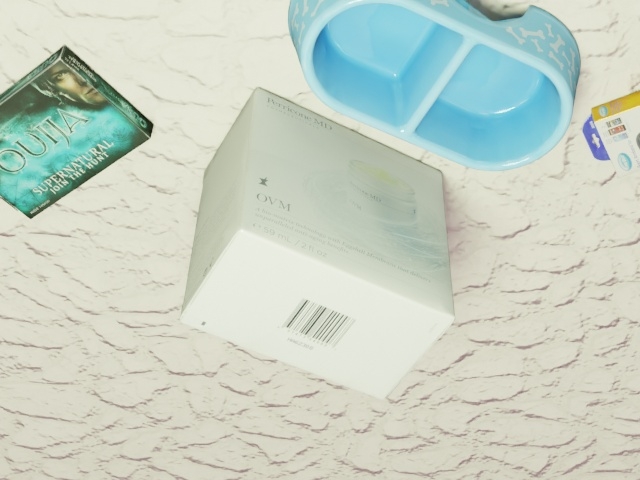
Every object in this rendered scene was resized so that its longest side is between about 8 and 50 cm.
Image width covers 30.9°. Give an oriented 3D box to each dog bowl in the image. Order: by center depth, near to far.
[{"bbox_3d":[0.109,-0.163,1.091,0.297,0.074,0.166,22,130,-16],"label":"dog bowl"}]

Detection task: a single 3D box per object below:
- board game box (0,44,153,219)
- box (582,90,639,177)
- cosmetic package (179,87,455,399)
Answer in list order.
[{"bbox_3d":[-0.282,-0.106,1.192,0.186,0.026,0.126,-30,125,27],"label":"board game box"},{"bbox_3d":[0.334,-0.114,1.157,0.136,0.028,0.081,-21,128,18],"label":"box"},{"bbox_3d":[0.000,0.000,1.143,0.224,0.224,0.138,23,127,-18],"label":"cosmetic package"}]
